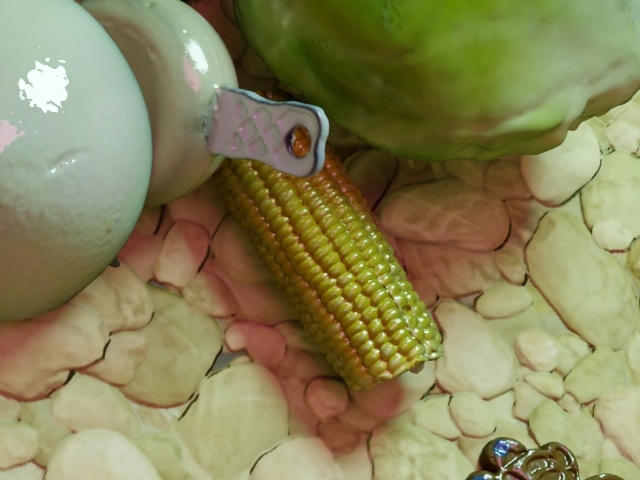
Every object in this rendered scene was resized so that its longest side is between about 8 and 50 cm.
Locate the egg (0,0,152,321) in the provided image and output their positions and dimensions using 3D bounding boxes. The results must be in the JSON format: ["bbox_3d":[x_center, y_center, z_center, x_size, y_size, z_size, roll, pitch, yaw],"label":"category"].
[{"bbox_3d":[-0.239,-0.067,1.116,0.271,0.206,0.162,46,22,-6],"label":"egg"}]

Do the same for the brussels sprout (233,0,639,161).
[{"bbox_3d":[0.088,-0.207,1.280,0.344,0.268,0.344,0,90,-26],"label":"brussels sprout"}]

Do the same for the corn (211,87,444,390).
[{"bbox_3d":[0.000,0.000,1.246,0.093,0.093,0.244,-28,80,-26],"label":"corn"}]

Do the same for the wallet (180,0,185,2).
[{"bbox_3d":[-0.184,-0.284,1.335,0.124,0.025,0.244,-32,83,-27],"label":"wallet"}]

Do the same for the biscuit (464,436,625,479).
[{"bbox_3d":[0.189,0.219,1.261,0.175,0.026,0.124,35,62,-3],"label":"biscuit"}]

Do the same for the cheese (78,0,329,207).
[{"bbox_3d":[-0.097,-0.111,1.195,0.071,0.249,0.163,-4,87,-50],"label":"cheese"}]
